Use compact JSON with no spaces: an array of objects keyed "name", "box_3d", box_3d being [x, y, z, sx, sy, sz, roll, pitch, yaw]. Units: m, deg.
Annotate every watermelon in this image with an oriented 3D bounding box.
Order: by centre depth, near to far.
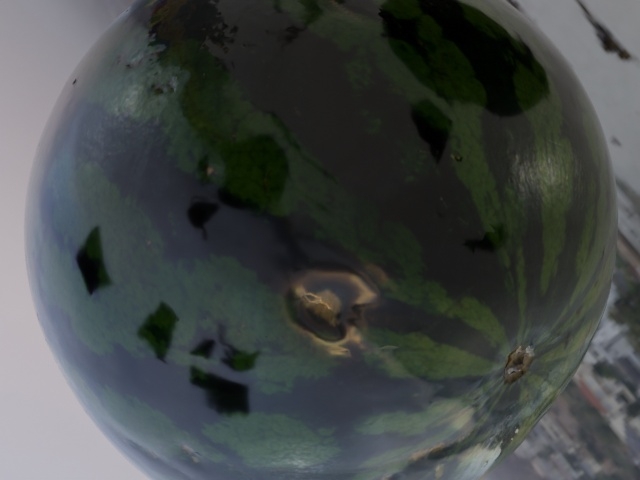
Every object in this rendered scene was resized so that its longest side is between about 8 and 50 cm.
[{"name":"watermelon","box_3d":[0.000,0.000,0.497,0.285,0.285,0.285,47,-167,-14]}]
